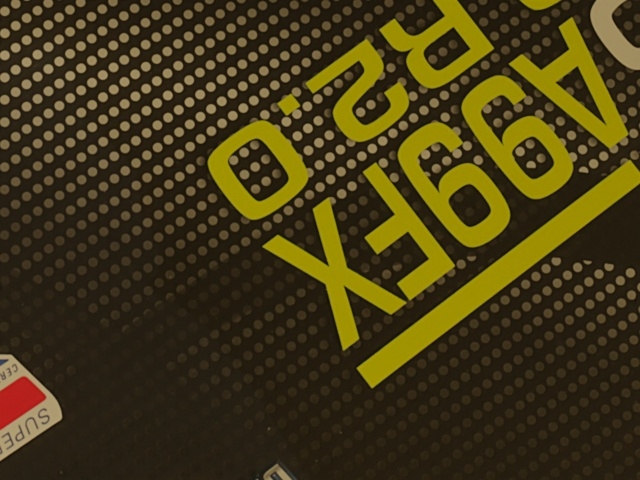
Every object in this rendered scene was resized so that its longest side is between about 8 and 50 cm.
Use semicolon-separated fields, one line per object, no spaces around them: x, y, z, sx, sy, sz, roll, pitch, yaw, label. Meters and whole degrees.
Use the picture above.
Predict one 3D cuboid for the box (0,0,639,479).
0.000;0.000;0.436;0.270;0.060;0.216;-36;85;-9;box
